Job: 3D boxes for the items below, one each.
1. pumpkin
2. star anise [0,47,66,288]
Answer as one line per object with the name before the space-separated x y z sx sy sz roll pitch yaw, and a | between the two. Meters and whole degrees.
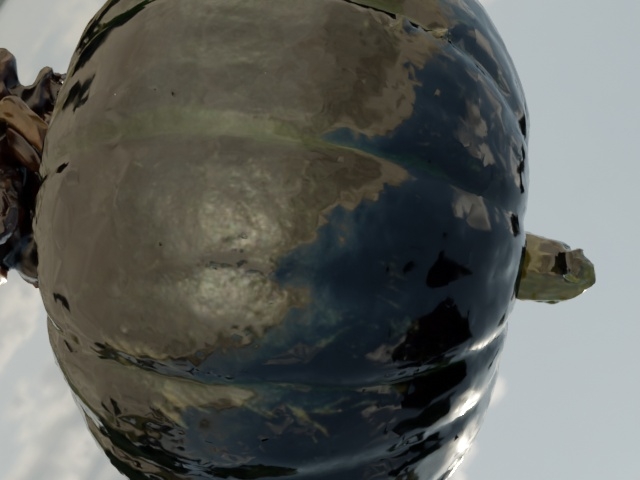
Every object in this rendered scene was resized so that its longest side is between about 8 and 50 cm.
pumpkin | 0.000 0.000 0.652 0.250 0.216 0.250 10 90 -90
star anise | -0.202 -0.048 1.057 0.190 0.220 0.126 58 -39 41
